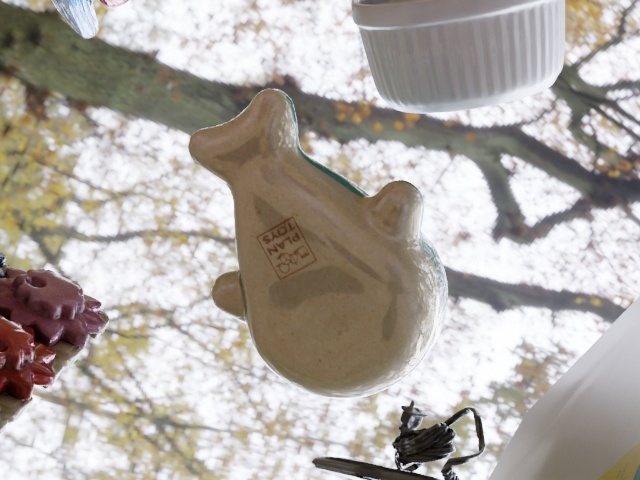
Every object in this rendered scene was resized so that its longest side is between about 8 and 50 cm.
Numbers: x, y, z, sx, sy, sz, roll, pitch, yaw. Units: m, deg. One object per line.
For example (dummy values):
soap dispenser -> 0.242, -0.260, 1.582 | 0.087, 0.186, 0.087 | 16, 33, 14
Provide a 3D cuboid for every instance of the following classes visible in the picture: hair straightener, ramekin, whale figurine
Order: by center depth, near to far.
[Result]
hair straightener -> 0.047, 0.146, 0.832 | 0.230, 0.047, 0.089 | 142, -37, -66
whale figurine -> 0.000, 0.000, 1.083 | 0.216, 0.141, 0.272 | -30, -86, 25
ramekin -> 0.138, -0.195, 1.206 | 0.207, 0.207, 0.109 | 3, -69, 37

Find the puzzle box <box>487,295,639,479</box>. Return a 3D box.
puzzle box -> 0.118, 0.124, 0.534 | 0.052, 0.409, 0.272 | 39, -51, 5

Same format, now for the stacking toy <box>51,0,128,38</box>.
stacking toy -> -0.061, -0.263, 0.854 | 0.301, 0.166, 0.175 | -13, -97, -7

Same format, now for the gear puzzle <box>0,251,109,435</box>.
gear puzzle -> -0.257, 0.063, 0.748 | 0.175, 0.339, 0.044 | 27, -66, 3
